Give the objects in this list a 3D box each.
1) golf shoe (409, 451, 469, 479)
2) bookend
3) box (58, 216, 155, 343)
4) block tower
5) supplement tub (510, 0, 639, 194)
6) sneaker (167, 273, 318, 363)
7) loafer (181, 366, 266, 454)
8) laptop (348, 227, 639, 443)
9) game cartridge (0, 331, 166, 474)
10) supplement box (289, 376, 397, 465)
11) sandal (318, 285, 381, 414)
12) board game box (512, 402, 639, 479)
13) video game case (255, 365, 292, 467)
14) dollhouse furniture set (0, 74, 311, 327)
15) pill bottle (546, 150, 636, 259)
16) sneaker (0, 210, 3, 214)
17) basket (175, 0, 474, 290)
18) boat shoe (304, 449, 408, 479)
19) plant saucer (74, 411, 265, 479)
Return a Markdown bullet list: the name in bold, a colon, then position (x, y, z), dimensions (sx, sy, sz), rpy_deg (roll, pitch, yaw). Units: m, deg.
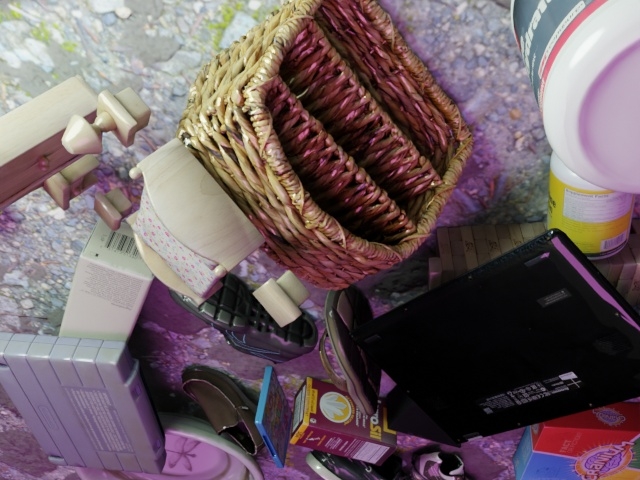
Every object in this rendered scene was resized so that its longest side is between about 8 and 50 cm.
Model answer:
- **golf shoe**: position (0.287, 0.512, 1.383), dimensions (0.198, 0.077, 0.094), rpy_deg (32, 128, -25)
- **bookend**: position (0.225, 0.298, 1.186), dimensions (0.156, 0.072, 0.157), rpy_deg (18, 132, -13)
- **box**: position (-0.339, 0.095, 1.029), dimensions (0.113, 0.094, 0.275), rpy_deg (22, 132, -14)
- **block tower**: position (0.320, 0.035, 0.915), dimensions (0.335, 0.097, 0.091), rpy_deg (-3, 133, 6)
- **supplement tub**: position (0.277, -0.190, 0.576), dimensions (0.191, 0.272, 0.191), rpy_deg (3, 134, 3)
- **sneaker**: position (-0.135, 0.135, 1.045), dimensions (0.267, 0.101, 0.106), rpy_deg (30, 131, -22)
- **loafer**: position (-0.177, 0.324, 1.222), dimensions (0.220, 0.078, 0.080), rpy_deg (39, 127, -9)
- **laptop**: position (0.336, 0.142, 0.965), dimensions (0.408, 0.236, 0.382), rpy_deg (45, 134, -10)
- **game cartridge**: position (-0.402, 0.289, 1.116), dimensions (0.230, 0.068, 0.355), rpy_deg (1, 133, 2)
- **supplement box**: position (0.045, 0.343, 1.224), dimensions (0.188, 0.104, 0.081), rpy_deg (17, 132, -12)
- **sandal**: position (0.042, 0.198, 1.084), dimensions (0.086, 0.120, 0.303), rpy_deg (5, 136, 20)
- **board game box**: position (0.564, 0.409, 1.267), dimensions (0.316, 0.064, 0.242), rpy_deg (2, 134, 3)
- **video game case**: position (-0.086, 0.335, 1.216), dimensions (0.015, 0.119, 0.166), rpy_deg (-4, 133, 12)
- **dollhouse furniture set**: position (-0.228, 0.019, 0.728), dimensions (0.355, 0.174, 0.303), rpy_deg (49, 152, 0)
- **pill bottle**: position (0.338, -0.071, 0.802), dimensions (0.103, 0.103, 0.184), rpy_deg (-5, 132, 10)
- **sneaker**: position (-0.541, -0.078, 0.898), dimensions (0.185, 0.070, 0.084), rpy_deg (17, 138, -12)
- **basket**: position (0.020, -0.103, 0.724), dimensions (0.223, 0.213, 0.299), rpy_deg (-26, 126, 28)
- **boat shoe**: position (0.125, 0.500, 1.367), dimensions (0.340, 0.127, 0.113), rpy_deg (37, 83, -18)
- **plant saucer**: position (-0.313, 0.464, 1.375), dimensions (0.400, 0.100, 0.400), rpy_deg (2, 133, 2)
